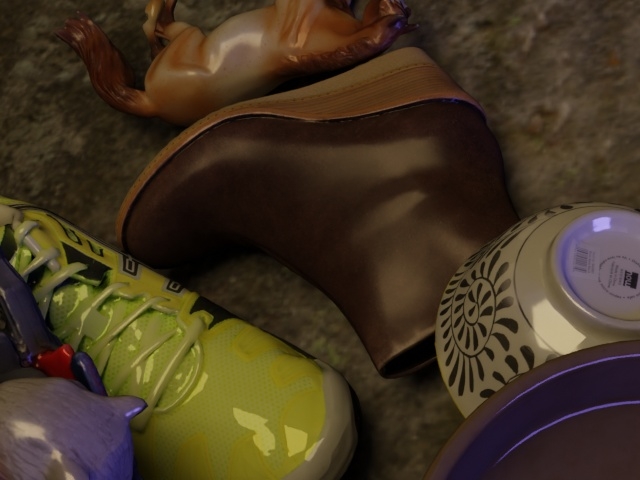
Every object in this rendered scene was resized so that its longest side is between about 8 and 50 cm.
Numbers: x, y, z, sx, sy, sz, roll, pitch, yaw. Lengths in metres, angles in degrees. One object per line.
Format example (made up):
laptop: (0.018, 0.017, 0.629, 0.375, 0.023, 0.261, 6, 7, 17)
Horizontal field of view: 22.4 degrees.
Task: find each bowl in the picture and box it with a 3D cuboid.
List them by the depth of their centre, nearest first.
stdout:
bowl: (0.149, 0.036, 0.841, 0.170, 0.080, 0.170, 3, 53, -5)

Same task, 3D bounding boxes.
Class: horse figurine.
horse figurine: (-0.057, -0.146, 1.123, 0.263, 0.066, 0.174, -20, 48, 15)

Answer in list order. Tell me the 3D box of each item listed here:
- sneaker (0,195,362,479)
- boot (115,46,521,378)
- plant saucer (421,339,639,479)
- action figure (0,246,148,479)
sneaker: (-0.147, 0.069, 0.993, 0.384, 0.147, 0.145, 19, 71, 35)
boot: (0.000, 0.000, 0.986, 0.248, 0.090, 0.207, -28, 50, 7)
plant saucer: (0.163, 0.182, 0.737, 0.277, 0.041, 0.278, 3, 69, -8)
action figure: (-0.199, 0.187, 0.882, 0.330, 0.178, 0.341, -38, 78, 36)
